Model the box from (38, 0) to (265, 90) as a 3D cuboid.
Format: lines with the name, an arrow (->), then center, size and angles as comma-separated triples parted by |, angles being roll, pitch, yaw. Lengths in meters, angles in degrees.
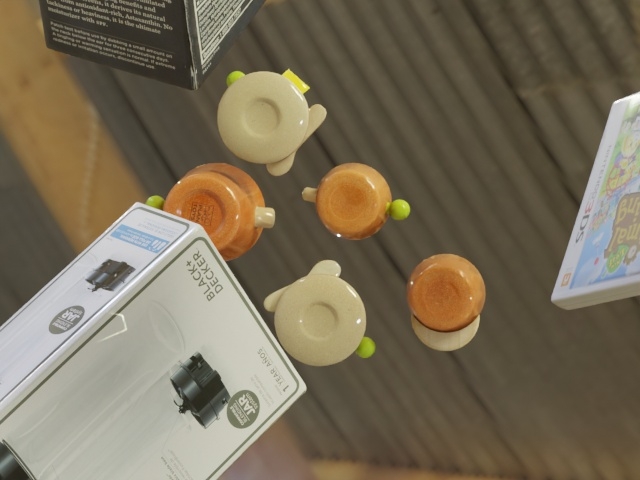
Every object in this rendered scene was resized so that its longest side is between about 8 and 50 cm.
box -> -0.139, -0.361, 1.842 | 0.183, 0.296, 0.294 | 17, -42, 18

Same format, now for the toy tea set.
toy tea set -> 0.000, 0.000, 1.829 | 0.336, 0.200, 0.124 | 44, 6, 3

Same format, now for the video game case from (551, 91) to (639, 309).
video game case -> 0.271, -0.046, 1.552 | 0.023, 0.193, 0.212 | 25, -17, -18

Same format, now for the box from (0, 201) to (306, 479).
box -> -0.166, 0.132, 1.307 | 0.087, 0.290, 0.169 | 19, -32, 51
